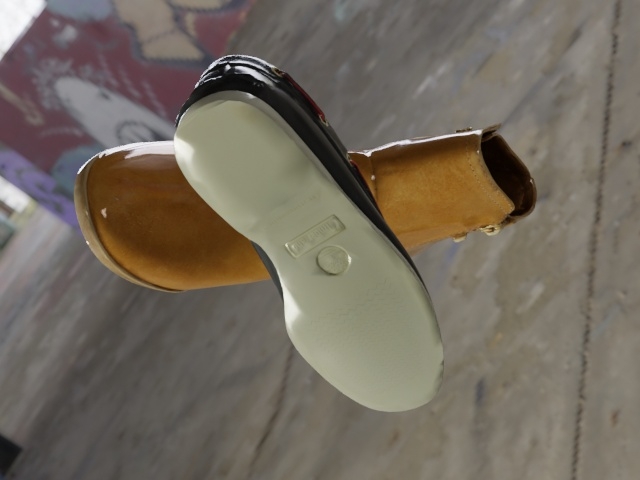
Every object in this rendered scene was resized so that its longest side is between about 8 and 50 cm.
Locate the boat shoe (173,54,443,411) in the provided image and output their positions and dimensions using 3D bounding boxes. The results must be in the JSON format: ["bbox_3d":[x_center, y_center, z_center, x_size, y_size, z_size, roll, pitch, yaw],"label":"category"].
[{"bbox_3d":[0.002,-0.001,0.424,0.049,0.133,0.042,-25,26,20],"label":"boat shoe"}]

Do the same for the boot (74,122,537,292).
[{"bbox_3d":[0.006,-0.035,0.865,0.211,0.295,0.104,-15,79,30],"label":"boot"}]
